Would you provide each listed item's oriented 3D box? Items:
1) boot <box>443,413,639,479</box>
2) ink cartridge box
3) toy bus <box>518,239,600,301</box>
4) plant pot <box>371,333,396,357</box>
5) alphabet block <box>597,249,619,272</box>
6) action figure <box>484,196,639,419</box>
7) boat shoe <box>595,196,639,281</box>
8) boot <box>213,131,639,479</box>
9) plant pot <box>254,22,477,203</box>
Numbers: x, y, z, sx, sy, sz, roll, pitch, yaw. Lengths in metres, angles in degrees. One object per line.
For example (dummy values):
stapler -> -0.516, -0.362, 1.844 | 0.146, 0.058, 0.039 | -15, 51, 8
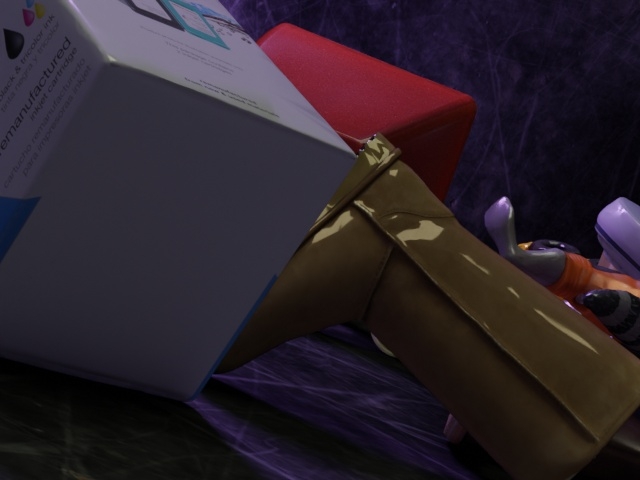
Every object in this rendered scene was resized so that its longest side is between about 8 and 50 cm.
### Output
boot -> 0.212, 0.149, 1.448 | 0.207, 0.090, 0.248 | 21, 0, 15
ink cartridge box -> -0.156, -0.071, 1.168 | 0.197, 0.198, 0.270 | 19, 22, -41
toy bus -> 0.260, 0.092, 2.228 | 0.211, 0.149, 0.220 | -4, 19, -43
plant pot -> 0.103, 0.088, 1.833 | 0.083, 0.083, 0.079 | 25, -7, 35
alphabet block -> 0.355, 0.113, 1.914 | 0.192, 0.197, 0.193 | 23, 4, 2
action figure -> 0.249, 0.098, 1.588 | 0.330, 0.341, 0.178 | 56, 25, -39
boat shoe -> 0.363, 0.133, 1.761 | 0.367, 0.156, 0.136 | 45, 16, 0
boot -> 0.069, 0.084, 1.300 | 0.269, 0.236, 0.089 | 44, -17, 1
plant pot -> -0.016, -0.072, 2.100 | 0.267, 0.267, 0.236 | 24, 17, 16
